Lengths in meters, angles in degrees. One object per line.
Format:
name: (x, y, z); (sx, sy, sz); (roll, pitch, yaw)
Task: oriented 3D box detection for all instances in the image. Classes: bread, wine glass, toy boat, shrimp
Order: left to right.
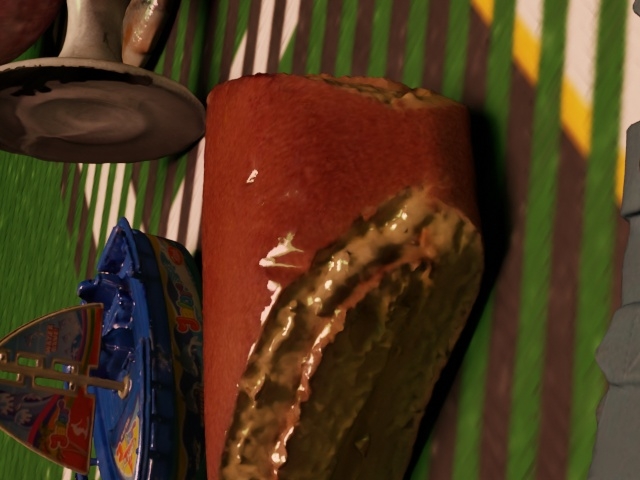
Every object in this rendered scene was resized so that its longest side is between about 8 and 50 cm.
toy boat: (-0.101, 0.063, 0.635); (0.091, 0.110, 0.175); (-61, 30, 32)
wine glass: (-0.106, -0.165, 0.746); (0.126, 0.126, 0.241); (-30, 54, 59)
shrimp: (-0.122, -0.156, 0.893); (0.195, 0.035, 0.148); (-103, 32, -42)
bread: (-0.001, 0.000, 0.495); (0.119, 0.067, 0.192); (-51, 35, 45)

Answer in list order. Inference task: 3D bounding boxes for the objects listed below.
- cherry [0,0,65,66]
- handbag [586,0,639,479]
cherry: (-0.245, -0.214, 1.013); (0.175, 0.192, 0.249); (-19, -65, -74)
handbag: (0.105, -0.020, 0.300); (0.144, 0.057, 0.221); (163, 117, -71)
